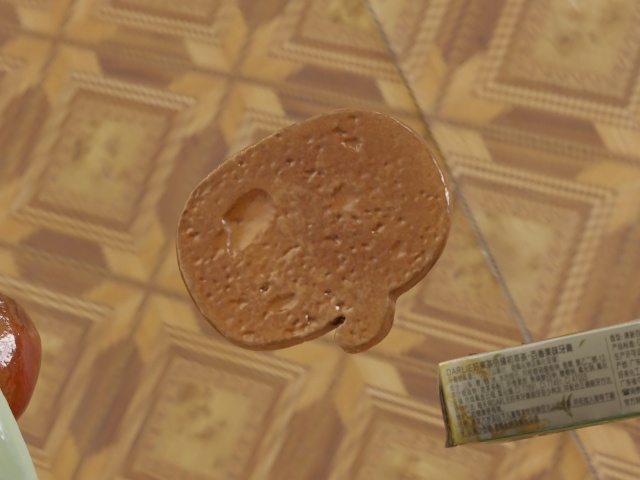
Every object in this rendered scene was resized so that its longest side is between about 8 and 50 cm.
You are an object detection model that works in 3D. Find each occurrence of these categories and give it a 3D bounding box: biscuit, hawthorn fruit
[{"bbox_3d":[0.000,0.000,0.608,0.091,0.015,0.078,-24,75,-3],"label":"biscuit"},{"bbox_3d":[-0.208,0.072,1.159,0.081,0.081,0.093,4,63,27],"label":"hawthorn fruit"}]

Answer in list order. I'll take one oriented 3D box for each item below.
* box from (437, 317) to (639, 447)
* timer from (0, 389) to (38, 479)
[{"bbox_3d":[0.150,0.047,0.757,0.207,0.050,0.041,-14,85,22],"label":"box"},{"bbox_3d":[-0.307,0.157,0.755,0.291,0.315,0.291,23,125,37],"label":"timer"}]
